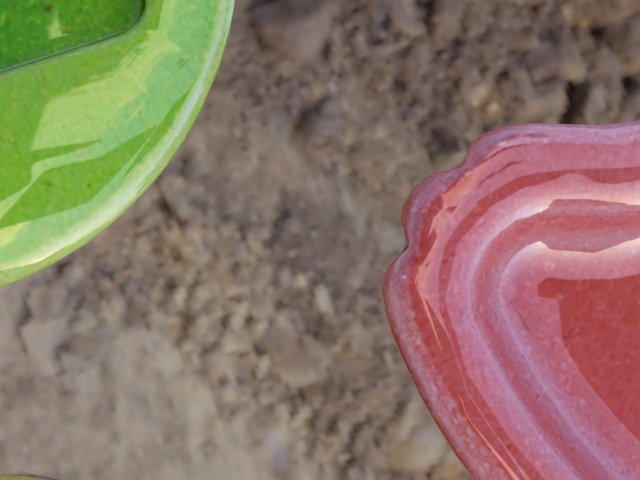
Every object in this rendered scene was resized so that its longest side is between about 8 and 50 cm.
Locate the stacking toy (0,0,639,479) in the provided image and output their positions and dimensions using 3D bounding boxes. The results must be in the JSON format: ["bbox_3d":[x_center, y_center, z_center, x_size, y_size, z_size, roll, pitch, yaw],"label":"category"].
[{"bbox_3d":[0.000,0.000,0.386,0.130,0.309,0.280,114,-45,-85],"label":"stacking toy"}]
